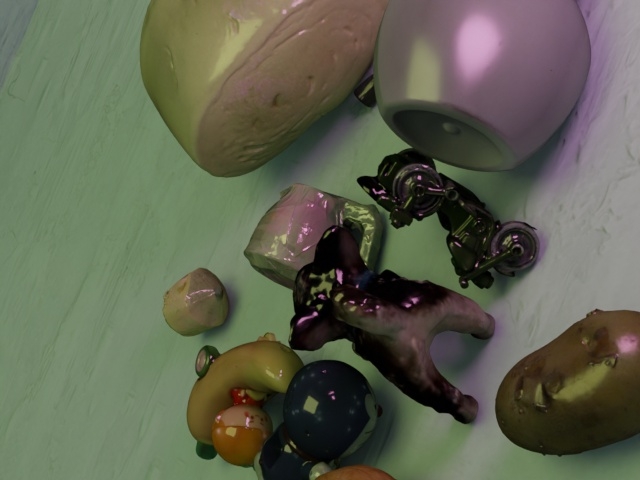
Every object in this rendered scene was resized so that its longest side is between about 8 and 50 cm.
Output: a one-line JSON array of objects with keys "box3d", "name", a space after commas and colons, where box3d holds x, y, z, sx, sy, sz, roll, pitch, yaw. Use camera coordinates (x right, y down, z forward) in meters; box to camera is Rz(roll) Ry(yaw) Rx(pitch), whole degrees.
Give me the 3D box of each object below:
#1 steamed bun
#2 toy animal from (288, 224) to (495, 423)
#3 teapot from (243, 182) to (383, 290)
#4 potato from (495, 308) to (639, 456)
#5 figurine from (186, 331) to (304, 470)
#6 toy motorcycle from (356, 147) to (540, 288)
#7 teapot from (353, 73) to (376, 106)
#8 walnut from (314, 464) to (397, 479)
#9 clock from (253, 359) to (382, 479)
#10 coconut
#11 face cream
[{"box3d": [-0.127, -0.363, 2.206, 0.456, 0.290, 0.371, -47, 44, 10], "name": "steamed bun"}, {"box3d": [0.067, 0.103, 1.810, 0.344, 0.302, 0.194, 20, 84, 51], "name": "toy animal"}, {"box3d": [-0.011, -0.006, 2.069, 0.221, 0.163, 0.178, 11, 73, 52], "name": "teapot"}, {"box3d": [0.341, 0.191, 1.564, 0.262, 0.165, 0.165, -36, 47, 26], "name": "potato"}, {"box3d": [-0.130, 0.277, 2.059, 0.324, 0.124, 0.222, -31, 47, 54], "name": "figurine"}, {"box3d": [0.186, -0.039, 1.834, 0.127, 0.275, 0.205, -56, 6, 11], "name": "toy motorcycle"}, {"box3d": [0.110, -0.289, 2.167, 0.111, 0.043, 0.043, -45, 43, 19], "name": "teapot"}, {"box3d": [0.064, 0.429, 1.750, 0.221, 0.195, 0.195, 31, 96, 44], "name": "walnut"}, {"box3d": [-0.005, 0.301, 1.899, 0.200, 0.146, 0.243, -100, 33, -58], "name": "clock"}, {"box3d": [-0.230, 0.117, 2.305, 0.122, 0.116, 0.116, -30, 51, 38], "name": "coconut"}, {"box3d": [0.246, -0.296, 1.809, 0.219, 0.312, 0.357, 109, -176, -68], "name": "face cream"}]
